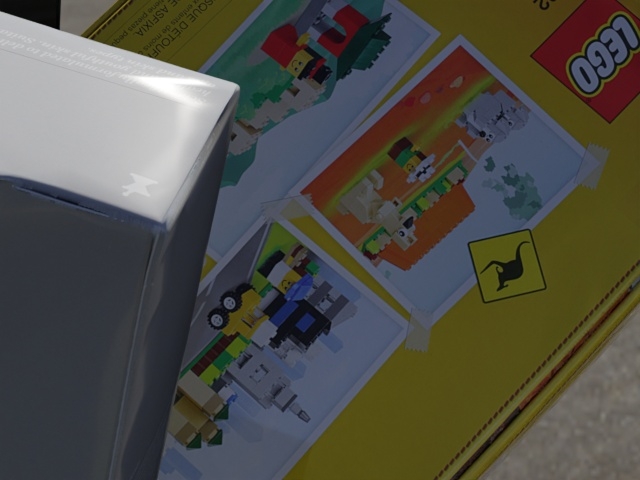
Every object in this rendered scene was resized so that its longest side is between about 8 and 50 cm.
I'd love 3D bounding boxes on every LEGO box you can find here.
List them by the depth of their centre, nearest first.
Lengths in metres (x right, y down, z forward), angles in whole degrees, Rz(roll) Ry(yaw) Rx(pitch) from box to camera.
[{"bbox_3d":[0.000,0.000,1.003,0.372,0.193,0.500,43,79,13],"label":"LEGO box"}]

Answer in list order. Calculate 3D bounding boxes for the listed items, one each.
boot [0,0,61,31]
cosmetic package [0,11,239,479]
[{"bbox_3d":[-0.371,-0.147,0.659,0.445,0.146,0.367,-16,53,-20],"label":"boot"},{"bbox_3d":[-0.117,0.044,0.548,0.127,0.238,0.107,19,33,2],"label":"cosmetic package"}]
